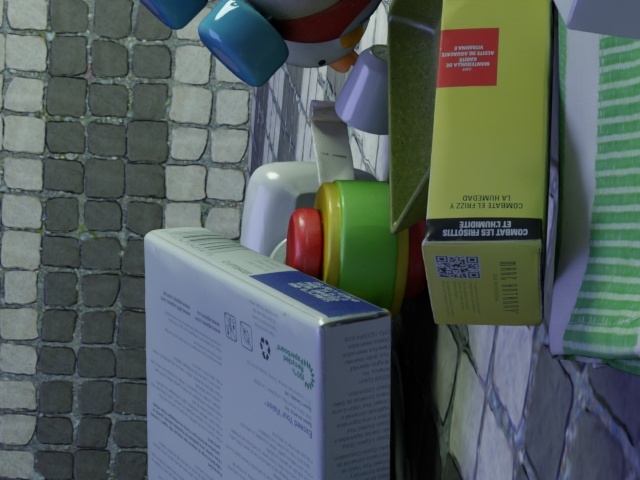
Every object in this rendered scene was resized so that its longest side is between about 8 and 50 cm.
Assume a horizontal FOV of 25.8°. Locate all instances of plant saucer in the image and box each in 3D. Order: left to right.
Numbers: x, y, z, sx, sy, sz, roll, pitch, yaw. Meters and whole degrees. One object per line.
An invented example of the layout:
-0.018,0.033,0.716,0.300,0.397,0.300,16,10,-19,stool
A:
0.086,-0.119,0.973,0.188,0.045,0.188,114,157,-70,plant saucer

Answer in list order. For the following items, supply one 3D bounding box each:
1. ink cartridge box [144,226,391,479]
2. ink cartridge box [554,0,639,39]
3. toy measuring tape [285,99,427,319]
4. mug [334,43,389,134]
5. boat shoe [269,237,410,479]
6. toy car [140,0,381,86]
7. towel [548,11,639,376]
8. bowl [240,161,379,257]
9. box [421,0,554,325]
-0.051,0.178,1.099,0.324,0.071,0.330,23,116,59,ink cartridge box
0.117,-0.149,0.483,0.099,0.056,0.135,-99,17,-54,ink cartridge box
0.026,-0.037,1.148,0.121,0.121,0.330,101,169,-45,toy measuring tape
0.049,-0.139,1.214,0.078,0.062,0.064,-107,28,-50,mug
0.019,0.135,1.152,0.103,0.118,0.320,127,142,-62,boat shoe
-0.006,-0.213,1.220,0.210,0.219,0.238,39,173,35,toy car
0.150,-0.067,0.524,0.325,0.038,0.247,147,126,-81,towel
0.000,0.000,1.273,0.053,0.142,0.142,11,99,59,bowl
0.090,-0.077,0.718,0.087,0.058,0.232,73,-159,-59,box
